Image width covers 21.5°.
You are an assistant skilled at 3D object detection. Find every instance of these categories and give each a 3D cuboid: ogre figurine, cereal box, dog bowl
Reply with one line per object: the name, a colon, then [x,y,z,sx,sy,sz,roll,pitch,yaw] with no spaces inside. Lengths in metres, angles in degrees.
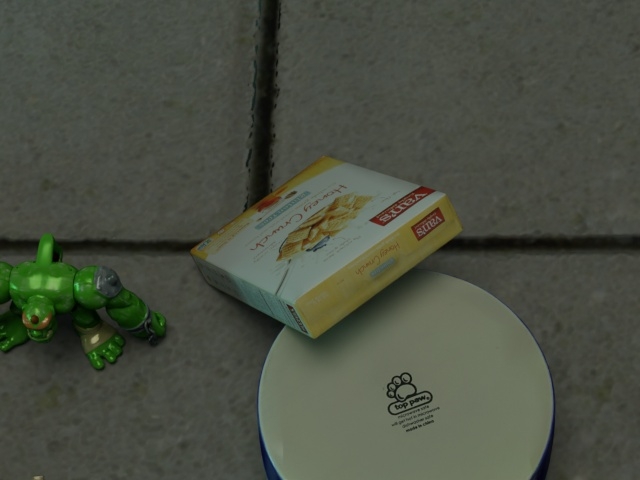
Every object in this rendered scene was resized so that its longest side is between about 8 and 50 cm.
ogre figurine: [-0.253,0.057,1.567,0.197,0.118,0.097,20,64,14]
cereal box: [0.000,0.000,1.546,0.173,0.047,0.240,-36,23,-17]
dog bowl: [0.076,0.161,1.500,0.265,0.104,0.265,-1,61,2]

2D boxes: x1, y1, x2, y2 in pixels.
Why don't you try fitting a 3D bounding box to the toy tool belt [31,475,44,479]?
toy tool belt: [-0.230,0.245,1.500,0.083,0.052,0.051,20,72,13]
